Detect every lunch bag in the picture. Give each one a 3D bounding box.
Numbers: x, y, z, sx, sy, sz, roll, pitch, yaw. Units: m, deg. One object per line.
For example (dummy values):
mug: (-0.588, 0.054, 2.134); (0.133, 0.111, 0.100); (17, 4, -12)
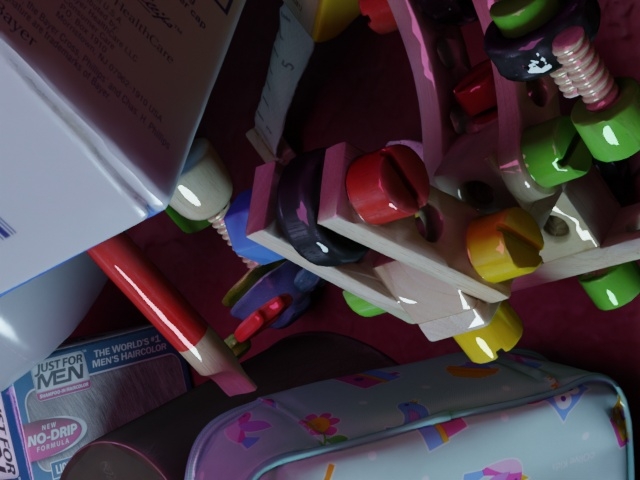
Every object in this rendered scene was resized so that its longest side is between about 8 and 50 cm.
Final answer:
lunch bag: (0.052, 0.191, 0.953); (0.108, 0.279, 0.224); (22, 119, 60)

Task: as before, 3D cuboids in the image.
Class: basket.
basket: (-0.047, 0.165, 1.067); (0.204, 0.227, 0.154); (31, 118, 31)

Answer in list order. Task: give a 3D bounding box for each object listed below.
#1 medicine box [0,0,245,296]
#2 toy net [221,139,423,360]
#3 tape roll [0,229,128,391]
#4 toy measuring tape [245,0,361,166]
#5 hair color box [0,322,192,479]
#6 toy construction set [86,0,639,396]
medicine box: (-0.192, -0.108, 0.948); (0.263, 0.289, 0.149); (-26, 121, 33)
toy net: (0.000, 0.000, 1.062); (0.045, 0.122, 0.232); (51, 128, 8)
tape roll: (-0.233, 0.002, 1.146); (0.219, 0.072, 0.219); (-28, 41, 28)
toy measuring tape: (0.029, -0.171, 1.035); (0.121, 0.121, 0.330); (47, 148, 23)
hair color box: (-0.280, 0.147, 1.296); (0.347, 0.174, 0.105); (-13, 90, 42)
toy construction set: (0.060, -0.002, 0.899); (0.309, 0.257, 0.237); (-29, 118, 18)
